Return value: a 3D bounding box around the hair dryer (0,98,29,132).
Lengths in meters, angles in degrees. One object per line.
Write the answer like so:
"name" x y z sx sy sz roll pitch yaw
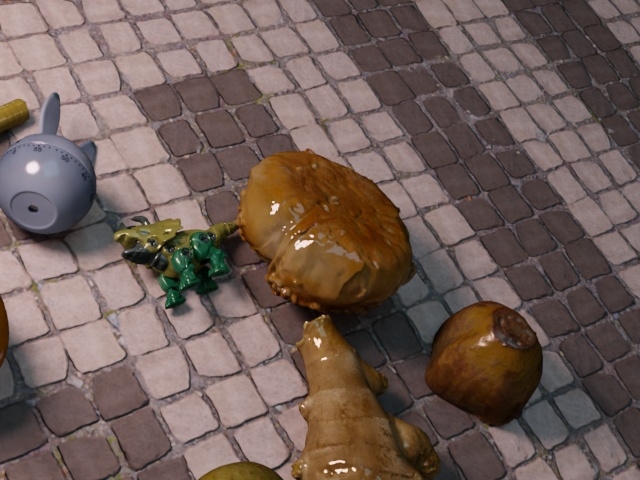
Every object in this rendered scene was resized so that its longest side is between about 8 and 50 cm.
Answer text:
"hair dryer" -0.575 -0.159 1.790 0.135 0.090 0.278 43 44 11

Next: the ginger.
"ginger" 0.075 0.280 1.700 0.236 0.166 0.375 4 60 -3

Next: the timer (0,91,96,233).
"timer" -0.446 -0.112 1.786 0.175 0.175 0.255 5 26 -21

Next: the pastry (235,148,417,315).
"pastry" 0.000 0.000 1.858 0.315 0.184 0.284 41 35 10

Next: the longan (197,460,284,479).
"longan" -0.120 0.377 1.560 0.154 0.145 0.176 22 6 -32

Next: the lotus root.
"lotus root" 0.297 0.181 1.868 0.188 0.180 0.199 24 50 -2

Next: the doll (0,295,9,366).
"doll" -0.518 0.104 1.510 0.213 0.236 0.213 17 49 -20

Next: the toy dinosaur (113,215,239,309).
"toy dinosaur" -0.206 0.019 1.822 0.259 0.094 0.153 -10 64 -40
